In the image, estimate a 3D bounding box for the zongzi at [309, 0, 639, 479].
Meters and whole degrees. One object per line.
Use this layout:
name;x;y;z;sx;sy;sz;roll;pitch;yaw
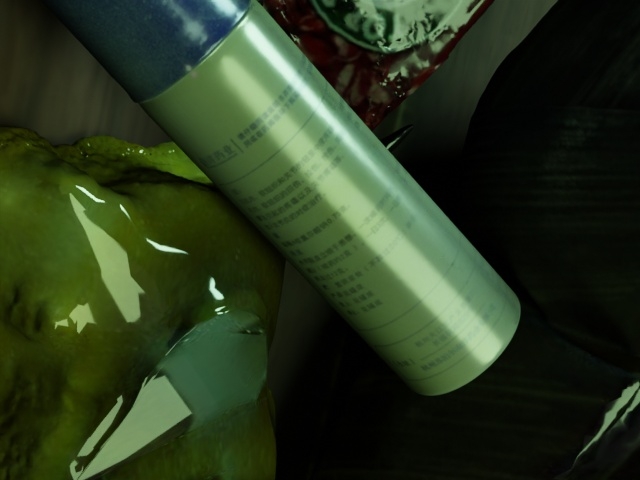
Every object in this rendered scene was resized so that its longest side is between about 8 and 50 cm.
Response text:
zongzi;0.165;0.085;0.738;0.403;0.208;0.432;17;109;-54

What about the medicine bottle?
medicine bottle;-0.015;-0.036;0.515;0.231;0.059;0.059;47;72;-21

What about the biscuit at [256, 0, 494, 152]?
biscuit;0.045;-0.142;0.587;0.235;0.063;0.151;-43;123;-17

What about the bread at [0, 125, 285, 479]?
bread;-0.079;0.073;0.544;0.160;0.088;0.233;-4;109;-41
